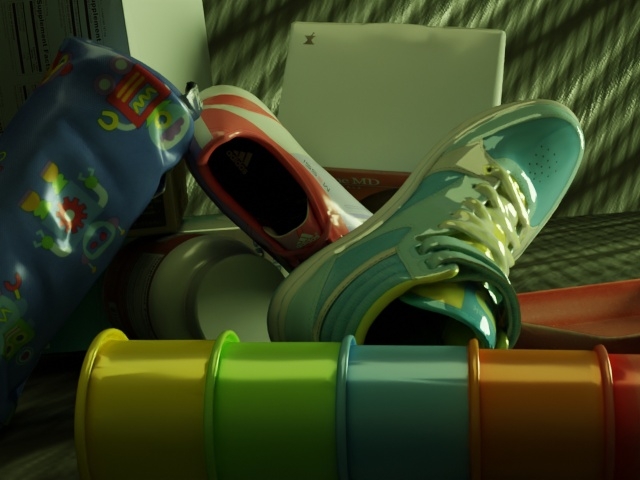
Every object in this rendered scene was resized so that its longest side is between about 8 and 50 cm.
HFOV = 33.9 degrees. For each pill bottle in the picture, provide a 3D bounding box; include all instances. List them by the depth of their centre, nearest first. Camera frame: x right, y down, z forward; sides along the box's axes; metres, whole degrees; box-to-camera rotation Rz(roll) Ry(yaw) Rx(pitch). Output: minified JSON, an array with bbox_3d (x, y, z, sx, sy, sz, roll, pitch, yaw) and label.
[{"bbox_3d":[-0.115,0.054,0.979,0.121,0.121,0.216,-6,4,-29],"label":"pill bottle"}]

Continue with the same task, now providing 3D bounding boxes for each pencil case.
[{"bbox_3d":[-0.208,-0.004,0.774,0.119,0.306,0.133,5,-31,49],"label":"pencil case"}]

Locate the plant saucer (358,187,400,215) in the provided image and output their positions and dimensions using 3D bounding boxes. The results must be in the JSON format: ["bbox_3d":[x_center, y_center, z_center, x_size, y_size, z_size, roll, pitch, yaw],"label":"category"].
[{"bbox_3d":[0.089,0.028,1.016,0.169,0.168,0.029,-3,31,20],"label":"plant saucer"}]

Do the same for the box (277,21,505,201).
[{"bbox_3d":[0.085,-0.071,1.154,0.215,0.168,0.345,4,-23,10],"label":"box"}]

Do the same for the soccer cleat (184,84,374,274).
[{"bbox_3d":[0.000,0.000,0.913,0.109,0.318,0.116,-41,21,11],"label":"soccer cleat"}]

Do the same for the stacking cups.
[{"bbox_3d":[0.043,0.086,0.518,0.316,0.096,0.096,-3,4,10],"label":"stacking cups"}]

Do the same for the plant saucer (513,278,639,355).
[{"bbox_3d":[0.263,0.072,0.871,0.259,0.047,0.258,-6,4,-23],"label":"plant saucer"}]

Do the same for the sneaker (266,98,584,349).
[{"bbox_3d":[0.121,0.011,0.796,0.319,0.127,0.208,-42,19,-10],"label":"sneaker"}]

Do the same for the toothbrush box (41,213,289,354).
[{"bbox_3d":[-0.186,0.040,1.198,0.296,0.126,0.216,-5,6,-8],"label":"toothbrush box"}]

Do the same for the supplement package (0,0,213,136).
[{"bbox_3d":[-0.230,-0.157,0.987,0.203,0.149,0.194,-3,12,14],"label":"supplement package"}]

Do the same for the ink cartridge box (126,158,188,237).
[{"bbox_3d":[-0.241,-0.053,1.093,0.193,0.088,0.234,-6,9,-4],"label":"ink cartridge box"}]
